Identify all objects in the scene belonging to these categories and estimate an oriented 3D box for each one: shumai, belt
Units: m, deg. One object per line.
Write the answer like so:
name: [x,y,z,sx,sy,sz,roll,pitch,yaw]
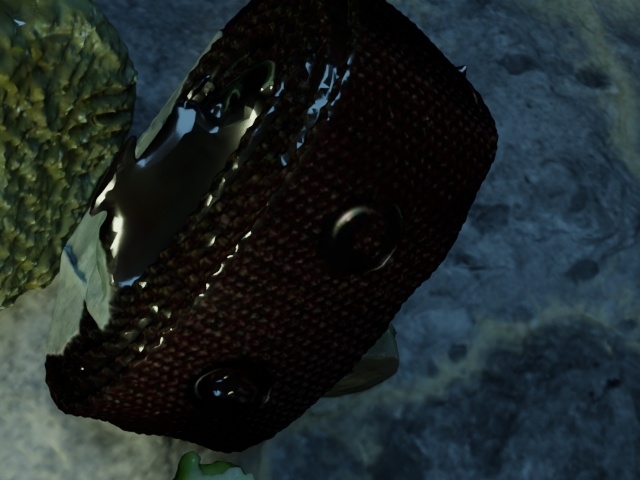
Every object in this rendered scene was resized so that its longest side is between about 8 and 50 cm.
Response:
shumai: [-0.248,-0.078,0.498,0.222,0.225,0.261,23,54,13]
belt: [-0.047,-0.015,0.475,0.164,0.289,0.184,29,14,-37]

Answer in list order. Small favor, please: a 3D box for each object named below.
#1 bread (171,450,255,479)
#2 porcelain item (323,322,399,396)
bread: [-0.012,0.249,0.294,0.129,0.366,0.382,-8,49,-15]
porcelain item: [0.000,0.000,0.600,0.081,0.069,0.216,-4,60,-10]
